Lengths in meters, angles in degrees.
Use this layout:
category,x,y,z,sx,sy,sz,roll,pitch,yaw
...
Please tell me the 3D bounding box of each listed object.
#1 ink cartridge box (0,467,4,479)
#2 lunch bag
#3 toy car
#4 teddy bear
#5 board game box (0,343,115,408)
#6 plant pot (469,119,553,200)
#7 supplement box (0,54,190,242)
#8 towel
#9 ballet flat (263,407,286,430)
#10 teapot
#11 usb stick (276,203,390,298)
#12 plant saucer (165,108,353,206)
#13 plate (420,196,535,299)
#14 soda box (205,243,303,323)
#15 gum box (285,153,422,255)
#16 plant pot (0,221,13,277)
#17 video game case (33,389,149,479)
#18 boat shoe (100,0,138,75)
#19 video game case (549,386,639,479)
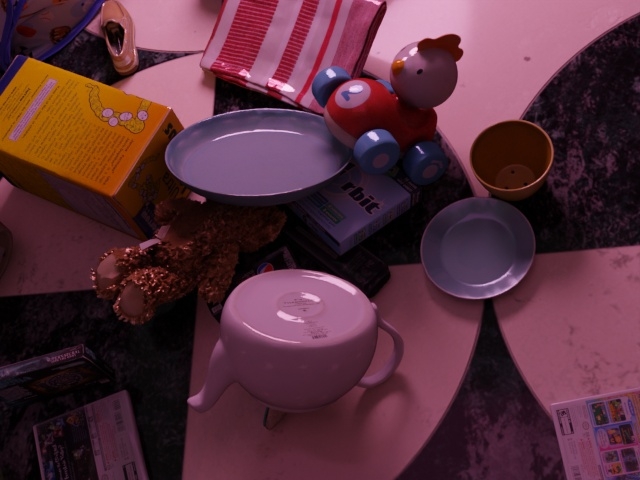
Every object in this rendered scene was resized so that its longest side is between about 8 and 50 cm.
category,x,y,z,sx,sy,sz,roll,pitch,yaw
ink cartridge box,-0.637,0.402,1.574,0.198,0.273,0.114,-27,60,0
lunch bag,-0.622,-0.567,2.095,0.328,0.239,0.385,39,95,27
toy car,0.139,-0.256,1.689,0.238,0.210,0.219,-56,44,28
teddy bear,-0.218,0.020,1.698,0.245,0.113,0.338,15,49,38
board game box,-0.454,0.228,1.697,0.186,0.126,0.026,-16,61,6
plant pot,0.318,-0.118,1.680,0.134,0.095,0.134,-6,63,12
supplement box,-0.425,-0.166,1.850,0.357,0.194,0.195,22,71,23
towel,-0.060,-0.380,1.900,0.329,0.037,0.237,24,95,25
ballet flat,-0.049,0.225,1.631,0.052,0.057,0.168,9,67,9
teapot,-0.031,0.173,1.539,0.256,0.187,0.252,15,31,20
usb stick,0.000,0.000,1.736,0.278,0.045,0.077,37,71,28
plant saucer,-0.102,-0.138,1.721,0.318,0.043,0.317,-1,33,1
plate,0.258,0.015,1.670,0.188,0.024,0.188,-7,62,13
soda box,-0.110,0.078,1.717,0.169,0.060,0.053,-29,59,1
gum box,0.053,-0.078,1.737,0.184,0.041,0.157,-35,59,-21
plant pot,-0.712,-0.008,1.843,0.274,0.256,0.256,20,70,5
video game case,-0.376,0.361,1.669,0.173,0.022,0.190,-22,61,3
boat shoe,-0.410,-0.424,2.047,0.068,0.072,0.190,-24,60,2
video game case,0.423,0.301,1.483,0.143,0.019,0.157,-12,60,9
